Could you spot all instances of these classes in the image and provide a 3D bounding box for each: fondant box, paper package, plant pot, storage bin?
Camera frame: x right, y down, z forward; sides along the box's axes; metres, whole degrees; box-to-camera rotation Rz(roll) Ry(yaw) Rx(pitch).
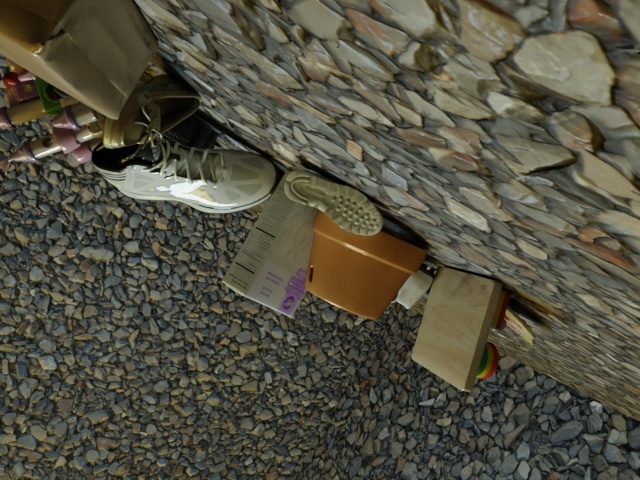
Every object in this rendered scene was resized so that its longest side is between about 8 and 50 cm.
[{"bbox_3d":[-0.081,0.015,1.491,0.096,0.330,0.238,28,175,33],"label":"fondant box"},{"bbox_3d":[-0.447,-0.361,0.851,0.324,0.168,0.309,30,175,2],"label":"paper package"},{"bbox_3d":[0.090,0.063,1.399,0.290,0.204,0.291,23,-179,0],"label":"plant pot"},{"bbox_3d":[-0.388,-0.307,1.563,0.180,0.084,0.122,31,176,5],"label":"storage bin"}]

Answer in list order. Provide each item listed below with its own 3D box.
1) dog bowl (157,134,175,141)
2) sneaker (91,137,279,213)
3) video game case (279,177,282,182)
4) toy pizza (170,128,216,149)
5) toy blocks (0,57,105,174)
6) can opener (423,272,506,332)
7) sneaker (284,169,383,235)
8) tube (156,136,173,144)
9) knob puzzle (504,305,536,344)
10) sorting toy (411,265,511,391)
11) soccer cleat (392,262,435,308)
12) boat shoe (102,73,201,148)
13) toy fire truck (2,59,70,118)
[{"bbox_3d":[-0.586,-0.294,1.845,0.265,0.265,0.104,33,174,-21],"label":"dog bowl"},{"bbox_3d":[-0.333,-0.167,1.370,0.447,0.169,0.257,3,175,5],"label":"sneaker"},{"bbox_3d":[-0.144,-0.170,1.580,0.143,0.019,0.157,9,-168,-43],"label":"video game case"},{"bbox_3d":[-0.393,-0.316,1.726,0.201,0.032,0.201,29,-175,-3],"label":"toy pizza"},{"bbox_3d":[-0.651,-0.329,1.302,0.309,0.260,0.289,160,91,-85],"label":"toy blocks"},{"bbox_3d":[0.381,0.167,1.545,0.280,0.093,0.074,35,169,51],"label":"can opener"},{"bbox_3d":[0.038,-0.091,1.251,0.235,0.090,0.095,31,-167,8],"label":"sneaker"},{"bbox_3d":[-0.403,-0.234,1.576,0.240,0.062,0.070,35,136,15],"label":"tube"},{"bbox_3d":[0.477,0.179,1.451,0.213,0.030,0.213,45,178,1],"label":"knob puzzle"},{"bbox_3d":[0.350,0.210,1.382,0.089,0.256,0.257,16,180,-18],"label":"sorting toy"},{"bbox_3d":[0.198,0.093,1.602,0.116,0.143,0.331,32,-179,-18],"label":"soccer cleat"},{"bbox_3d":[-0.325,-0.252,1.106,0.089,0.105,0.285,21,-144,1],"label":"boat shoe"},{"bbox_3d":[-0.876,-0.544,1.832,0.302,0.169,0.254,31,157,-14],"label":"toy fire truck"}]
